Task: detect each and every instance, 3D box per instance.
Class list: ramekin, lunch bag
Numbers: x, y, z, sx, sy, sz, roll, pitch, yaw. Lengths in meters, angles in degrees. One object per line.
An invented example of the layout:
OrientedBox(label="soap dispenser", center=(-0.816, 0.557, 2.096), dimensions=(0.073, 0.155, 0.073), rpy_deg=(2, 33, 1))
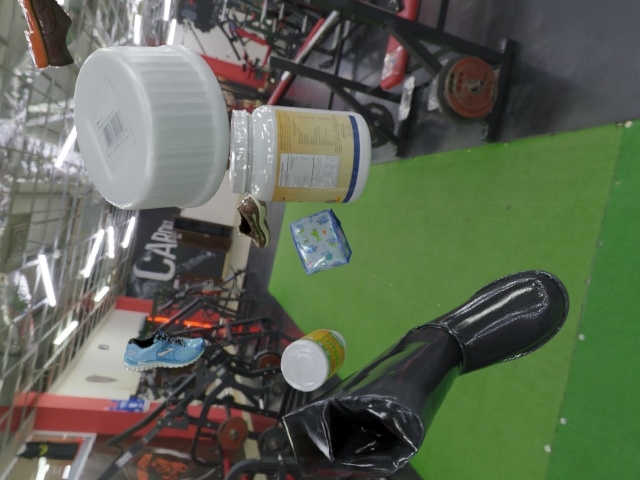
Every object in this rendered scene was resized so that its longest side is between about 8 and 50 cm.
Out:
OrientedBox(label="ramekin", center=(-0.289, -0.181, 0.750), dimensions=(0.277, 0.135, 0.278), rpy_deg=(13, 111, 38))
OrientedBox(label="lunch bag", center=(0.000, 0.000, 1.235), dimensions=(0.096, 0.128, 0.151), rpy_deg=(-67, -44, -67))

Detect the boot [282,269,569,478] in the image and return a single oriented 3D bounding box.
OrientedBox(label="boot", center=(0.196, 0.189, 0.715), dimensions=(0.367, 0.445, 0.146), rpy_deg=(-39, 71, 28))

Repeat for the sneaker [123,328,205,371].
OrientedBox(label="sneaker", center=(-0.314, 0.217, 0.922), dimensions=(0.063, 0.161, 0.073), rpy_deg=(26, 115, 57))

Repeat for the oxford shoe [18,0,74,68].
OrientedBox(label="oxford shoe", center=(-0.649, -0.550, 1.064), dimensions=(0.097, 0.098, 0.272), rpy_deg=(41, 135, 38))

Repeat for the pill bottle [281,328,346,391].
OrientedBox(label="pill bottle", center=(-0.005, 0.334, 1.312), dimensions=(0.245, 0.136, 0.137), rpy_deg=(0, -77, -71))

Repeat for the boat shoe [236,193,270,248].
OrientedBox(label="boat shoe", center=(-0.227, -0.050, 1.463), dimensions=(0.095, 0.095, 0.258), rpy_deg=(45, 155, 27))

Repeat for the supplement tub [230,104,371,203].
OrientedBox(label="supplement tub", center=(-0.057, -0.206, 1.100), dimensions=(0.228, 0.315, 0.229), rpy_deg=(-179, 90, -76))
